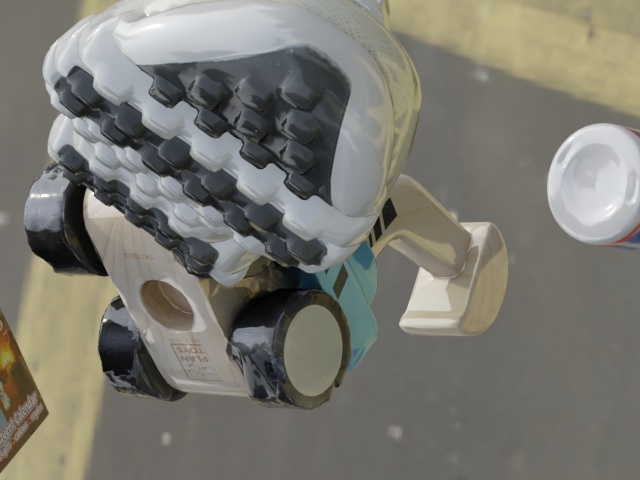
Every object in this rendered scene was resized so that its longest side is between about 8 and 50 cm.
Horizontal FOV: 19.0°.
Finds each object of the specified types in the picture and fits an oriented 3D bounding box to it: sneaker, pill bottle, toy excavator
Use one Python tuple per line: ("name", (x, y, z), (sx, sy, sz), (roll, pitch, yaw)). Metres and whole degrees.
("sneaker", (-0.022, -0.059, 0.635), (0.118, 0.110, 0.292), (-53, 9, -8))
("pill bottle", (0.343, -0.048, 1.972), (0.124, 0.221, 0.124), (-5, 82, 41))
("toy excavator", (0.000, 0.000, 1.813), (0.222, 0.445, 0.433), (-1, 125, 40))

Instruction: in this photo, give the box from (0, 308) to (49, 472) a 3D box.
("box", (-0.349, 0.137, 1.648), (0.057, 0.293, 0.201), (-16, 108, 21))
